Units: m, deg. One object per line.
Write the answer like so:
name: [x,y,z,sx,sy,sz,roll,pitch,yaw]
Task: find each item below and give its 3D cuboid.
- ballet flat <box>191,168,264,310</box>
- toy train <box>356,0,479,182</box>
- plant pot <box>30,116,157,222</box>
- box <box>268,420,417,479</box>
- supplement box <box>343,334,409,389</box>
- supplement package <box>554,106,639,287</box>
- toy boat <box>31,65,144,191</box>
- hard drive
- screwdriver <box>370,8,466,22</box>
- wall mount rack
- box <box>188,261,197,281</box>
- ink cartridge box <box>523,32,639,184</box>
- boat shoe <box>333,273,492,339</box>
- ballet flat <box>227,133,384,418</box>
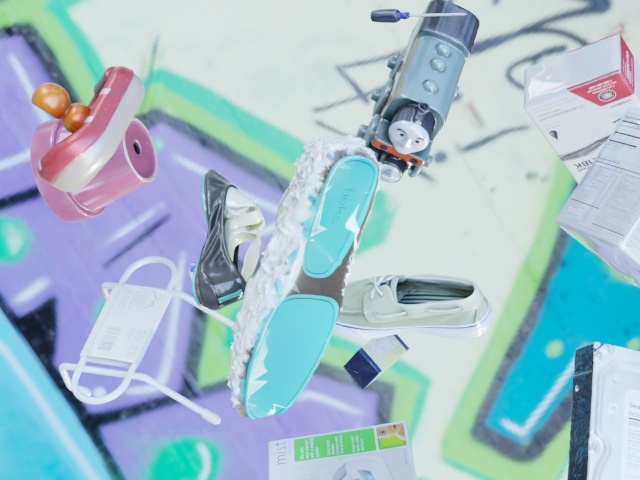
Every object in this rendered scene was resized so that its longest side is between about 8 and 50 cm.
ballet flat: [-0.135,-0.007,1.638,0.095,0.096,0.281,68,15,-46]
toy train: [0.171,-0.258,1.834,0.142,0.334,0.190,25,-34,-3]
plant pot: [-0.418,-0.150,2.023,0.201,0.180,0.202,-13,90,-72]
box: [0.040,0.419,1.623,0.262,0.231,0.127,-94,175,-60]
supplement box: [0.099,0.208,1.897,0.056,0.083,0.083,49,-33,9]
supplement package: [0.490,-0.046,1.531,0.194,0.203,0.149,34,-1,-31]
toy boat: [-0.392,-0.195,1.704,0.151,0.231,0.151,31,-34,-17]
hard drive: [0.474,0.334,1.545,0.064,0.236,0.339,138,-36,-64]
screwdriver: [0.155,-0.365,1.718,0.169,0.024,0.025,4,-25,35]
wall mount rack: [-0.306,0.199,2.003,0.131,0.304,0.350,80,23,-47]
box: [-0.218,0.078,2.152,0.136,0.081,0.028,90,8,-63]
ink cartridge box: [0.539,-0.238,2.052,0.273,0.197,0.114,44,41,-36]
boat shoe: [0.123,0.092,1.700,0.094,0.302,0.109,68,30,-42]
ballet flat: [-0.032,0.043,1.468,0.146,0.409,0.147,22,9,-4]
